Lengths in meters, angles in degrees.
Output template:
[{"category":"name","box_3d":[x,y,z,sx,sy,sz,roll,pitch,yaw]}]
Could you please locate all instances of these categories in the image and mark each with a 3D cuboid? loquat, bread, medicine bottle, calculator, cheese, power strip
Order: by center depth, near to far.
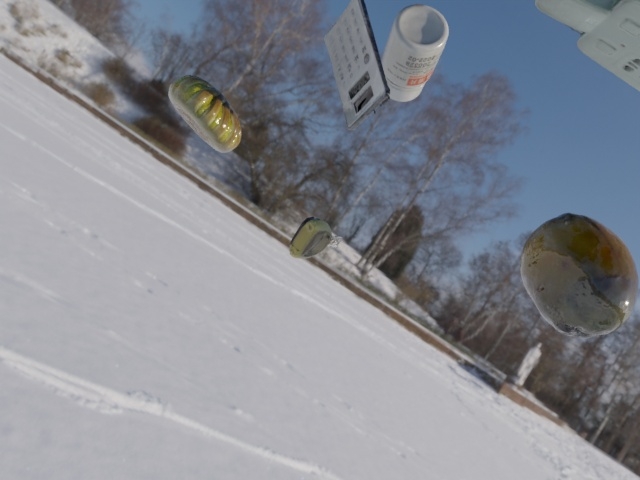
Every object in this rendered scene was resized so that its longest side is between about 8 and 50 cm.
[{"category":"power strip","box_3d":[0.470,-0.349,0.929,0.261,0.141,0.229,35,1,3]},{"category":"loquat","box_3d":[0.442,0.060,1.077,0.179,0.179,0.228,37,29,-44]},{"category":"cheese","box_3d":[-0.001,0.000,1.230,0.036,0.086,0.162,37,13,22]},{"category":"calculator","box_3d":[0.078,-0.389,1.397,0.021,0.262,0.161,-2,-21,-32]},{"category":"bread","box_3d":[-0.268,-0.307,1.512,0.213,0.104,0.213,47,-7,8]},{"category":"medicine bottle","box_3d":[0.233,-0.478,1.633,0.144,0.145,0.252,33,-20,3]}]

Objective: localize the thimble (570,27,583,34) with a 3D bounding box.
[{"category":"thimble","box_3d":[0.539,-0.503,1.224,0.143,0.198,0.235,36,8,8]}]
